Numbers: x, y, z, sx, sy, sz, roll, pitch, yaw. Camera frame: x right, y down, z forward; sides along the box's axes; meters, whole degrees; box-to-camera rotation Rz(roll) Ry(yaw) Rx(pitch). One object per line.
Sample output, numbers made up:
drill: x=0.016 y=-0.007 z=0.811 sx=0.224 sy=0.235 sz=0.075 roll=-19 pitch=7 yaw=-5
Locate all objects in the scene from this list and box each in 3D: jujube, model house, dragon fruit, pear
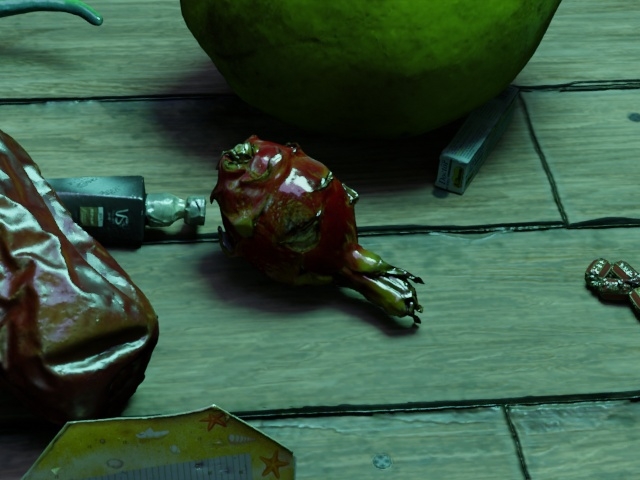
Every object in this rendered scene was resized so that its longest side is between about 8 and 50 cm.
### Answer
jujube: x=-0.292 y=0.025 z=1.524 sx=0.342 sy=0.216 sz=0.216 roll=42 pitch=51 yaw=19
model house: x=-0.134 y=0.225 z=1.344 sx=0.219 sy=0.207 sz=0.136 roll=-9 pitch=4 yaw=-16
dragon fruit: x=0.000 y=0.000 z=1.645 sx=0.246 sy=0.125 sz=0.125 roll=33 pitch=78 yaw=11
pear: x=0.067 y=-0.266 z=1.801 sx=0.413 sy=0.352 sz=0.352 roll=-18 pitch=39 yaw=9

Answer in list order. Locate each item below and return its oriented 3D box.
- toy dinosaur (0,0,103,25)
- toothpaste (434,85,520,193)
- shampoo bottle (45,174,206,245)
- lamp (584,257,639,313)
toy dinosaur: x=-0.508 y=-0.172 z=1.784 sx=0.500 sy=0.144 sz=0.374 roll=4 pitch=44 yaw=7
toothpaste: x=0.172 y=-0.114 z=1.850 sx=0.034 sy=0.046 sz=0.164 roll=21 pitch=42 yaw=15
shampoo bottle: x=-0.216 y=-0.032 z=1.704 sx=0.207 sy=0.057 sz=0.063 roll=2 pitch=32 yaw=-7
lamp: x=0.302 y=0.040 z=1.689 sx=0.083 sy=0.031 sz=0.063 roll=22 pitch=41 yaw=27
